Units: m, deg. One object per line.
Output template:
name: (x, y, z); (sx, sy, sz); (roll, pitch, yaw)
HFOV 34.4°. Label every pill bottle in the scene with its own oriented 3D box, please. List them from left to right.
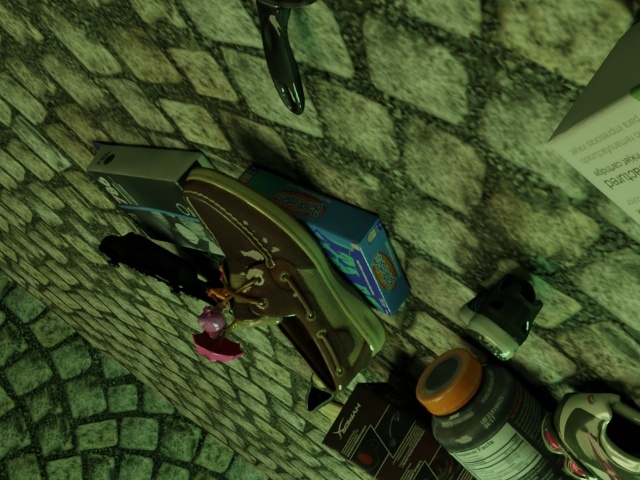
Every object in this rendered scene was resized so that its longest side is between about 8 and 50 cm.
pill bottle: (0.232, 0.246, 1.322); (0.246, 0.130, 0.130); (45, 158, -18)

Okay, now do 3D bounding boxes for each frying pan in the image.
frying pan: (-0.033, -0.228, 0.861); (0.197, 0.053, 0.326); (14, 151, 48)

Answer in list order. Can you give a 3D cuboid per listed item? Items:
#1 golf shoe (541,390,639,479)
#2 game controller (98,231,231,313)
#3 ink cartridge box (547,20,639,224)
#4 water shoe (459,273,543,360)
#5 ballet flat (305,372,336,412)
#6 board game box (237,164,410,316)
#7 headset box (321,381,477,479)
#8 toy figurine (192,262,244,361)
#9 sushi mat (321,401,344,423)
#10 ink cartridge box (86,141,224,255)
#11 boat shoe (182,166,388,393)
golf shoe: (0.382, 0.276, 1.185); (0.273, 0.105, 0.120); (38, 153, -3)
game controller: (-0.239, 0.062, 1.696); (0.166, 0.067, 0.319); (33, 177, 18)
ink cartridge box: (0.310, -0.034, 0.609); (0.278, 0.117, 0.201); (40, 160, -7)
water shoe: (0.201, 0.079, 1.108); (0.073, 0.080, 0.203); (41, -175, 1)
ballet flat: (0.002, 0.278, 1.886); (0.057, 0.049, 0.173); (33, 159, 11)
board game box: (0.000, 0.000, 1.297); (0.210, 0.047, 0.160); (24, 156, 35)
headset box: (0.172, 0.332, 1.538); (0.293, 0.110, 0.218); (31, -179, 16)
toy figurine: (-0.137, 0.109, 1.597); (0.130, 0.159, 0.173); (21, 154, 37)
sushi mat: (0.115, 0.375, 1.952); (0.316, 0.019, 0.151); (14, 150, 47)
ink cartridge box: (-0.233, -0.063, 1.530); (0.332, 0.065, 0.165); (11, 148, 52)
boat shoe: (-0.058, 0.057, 1.266); (0.342, 0.123, 0.123); (49, 157, -26)
